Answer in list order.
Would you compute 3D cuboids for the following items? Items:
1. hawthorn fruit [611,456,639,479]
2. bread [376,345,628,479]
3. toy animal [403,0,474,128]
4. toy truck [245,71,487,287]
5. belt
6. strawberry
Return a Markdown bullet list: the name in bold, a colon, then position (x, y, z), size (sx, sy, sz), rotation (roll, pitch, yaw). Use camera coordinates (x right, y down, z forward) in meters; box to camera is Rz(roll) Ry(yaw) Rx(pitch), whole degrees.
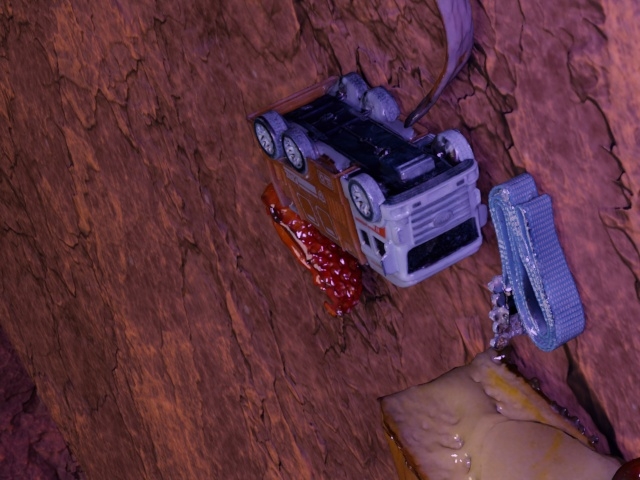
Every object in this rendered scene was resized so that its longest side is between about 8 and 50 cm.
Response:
- **hawthorn fruit**: position (0.348, 0.285, 1.563), size (0.202, 0.185, 0.185), rotation (53, 156, -9)
- **bread**: position (0.181, 0.249, 1.811), size (0.262, 0.204, 0.163), rotation (49, 146, 41)
- **toy animal**: position (0.098, -0.260, 1.659), size (0.284, 0.225, 0.302), rotation (53, 146, -13)
- **toy truck**: position (0.053, -0.060, 1.895), size (0.305, 0.136, 0.162), rotation (37, 148, 52)
- **belt**: position (0.205, 0.022, 1.748), size (0.100, 0.065, 0.179), rotation (2, 110, 54)
- **strawberry**: position (0.000, 0.000, 2.123), size (0.188, 0.082, 0.121), rotation (55, 173, 6)
